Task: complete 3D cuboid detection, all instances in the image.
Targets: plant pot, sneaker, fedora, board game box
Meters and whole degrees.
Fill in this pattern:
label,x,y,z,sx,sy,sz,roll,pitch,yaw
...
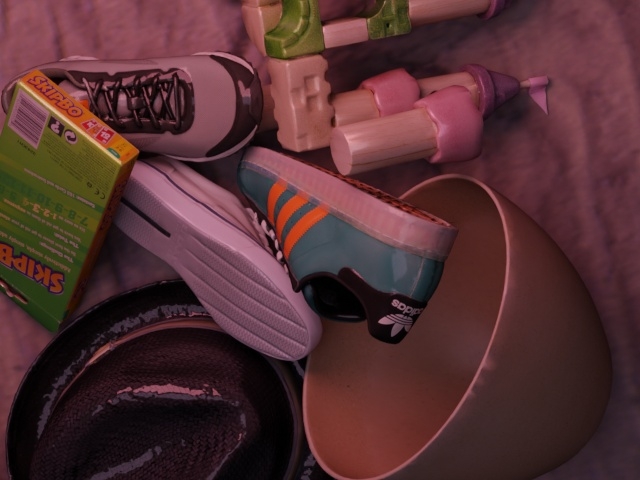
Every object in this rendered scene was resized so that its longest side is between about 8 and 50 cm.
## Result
label,x,y,z,sx,sy,sz,roll,pitch,yaw
plant pot,0.142,0.108,1.683,0.191,0.284,0.284,26,99,-28
sneaker,-0.084,0.003,1.762,0.258,0.091,0.094,42,131,15
fedora,-0.149,0.195,1.772,0.334,0.152,0.334,1,94,10
sneaker,-0.171,-0.120,1.739,0.271,0.108,0.100,2,97,32
sneaker,0.000,0.000,1.681,0.108,0.302,0.121,18,96,-32
board game box,-0.254,-0.029,1.770,0.124,0.039,0.259,38,134,10

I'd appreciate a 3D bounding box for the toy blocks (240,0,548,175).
label,x,y,z,sx,sy,sz,roll,pitch,yaw
toy blocks,0.066,-0.228,1.703,0.260,0.309,0.289,-15,105,-22
